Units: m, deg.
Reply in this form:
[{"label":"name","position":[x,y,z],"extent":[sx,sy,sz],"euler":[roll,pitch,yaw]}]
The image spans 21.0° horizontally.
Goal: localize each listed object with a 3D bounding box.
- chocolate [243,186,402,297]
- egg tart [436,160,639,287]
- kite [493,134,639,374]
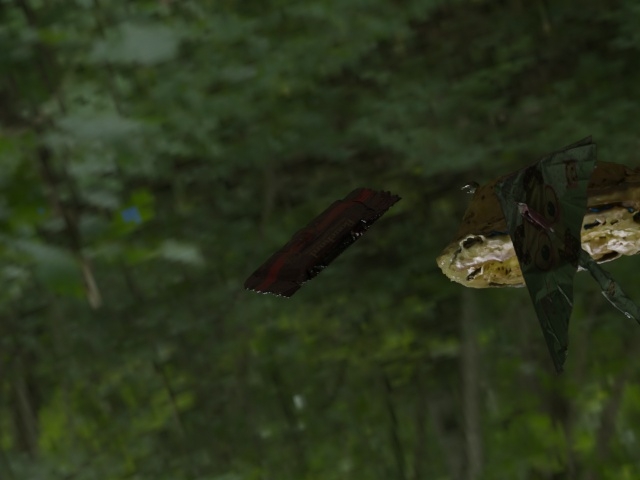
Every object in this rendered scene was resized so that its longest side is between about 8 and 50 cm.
[{"label":"chocolate","position":[0.000,0.000,1.781],"extent":[0.182,0.028,0.086],"euler":[-37,-150,-27]},{"label":"egg tart","position":[0.241,-0.027,1.811],"extent":[0.291,0.107,0.291],"euler":[-13,168,-3]},{"label":"kite","position":[0.219,0.011,1.450],"extent":[0.012,0.250,0.229],"euler":[-9,-126,39]}]
